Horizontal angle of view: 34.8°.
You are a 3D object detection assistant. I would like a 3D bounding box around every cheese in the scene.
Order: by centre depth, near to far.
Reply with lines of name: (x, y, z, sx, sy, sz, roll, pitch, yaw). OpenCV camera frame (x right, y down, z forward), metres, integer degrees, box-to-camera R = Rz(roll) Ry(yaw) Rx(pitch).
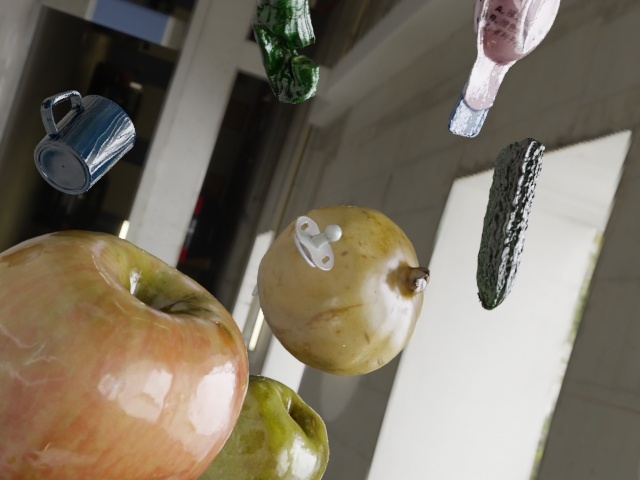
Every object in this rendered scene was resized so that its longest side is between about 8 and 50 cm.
cheese: (0.240, -0.269, 1.328, 0.189, 0.074, 0.285, 2, 113, -56)

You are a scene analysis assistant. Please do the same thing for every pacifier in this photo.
pacifier: (0.000, 0.000, 1.658, 0.078, 0.099, 0.081, -28, -173, 28)

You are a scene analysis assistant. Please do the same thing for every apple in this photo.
apple: (-0.305, 0.180, 1.318, 0.346, 0.391, 0.391, -54, -167, 8)

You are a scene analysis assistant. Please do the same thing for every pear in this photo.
pear: (-0.145, 0.429, 2.089, 0.304, 0.304, 0.303, -162, -90, -80)

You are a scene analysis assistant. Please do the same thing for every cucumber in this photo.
cucumber: (0.283, -0.025, 1.556, 0.077, 0.077, 0.265, 139, -33, -72)

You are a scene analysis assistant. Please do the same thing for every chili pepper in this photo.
chili pepper: (-0.057, -0.312, 1.563, 0.083, 0.099, 0.253, -43, 151, -25)

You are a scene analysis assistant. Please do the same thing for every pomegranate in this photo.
pomegranate: (0.060, 0.092, 1.926, 0.342, 0.343, 0.342, -162, -90, -80)

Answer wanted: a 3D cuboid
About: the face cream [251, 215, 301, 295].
face cream: (0.007, 0.049, 2.326, 0.420, 0.137, 0.234, 5, -118, 56)

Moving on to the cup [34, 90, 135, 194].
cup: (-0.403, -0.167, 1.682, 0.113, 0.150, 0.138, -39, -166, 42)
